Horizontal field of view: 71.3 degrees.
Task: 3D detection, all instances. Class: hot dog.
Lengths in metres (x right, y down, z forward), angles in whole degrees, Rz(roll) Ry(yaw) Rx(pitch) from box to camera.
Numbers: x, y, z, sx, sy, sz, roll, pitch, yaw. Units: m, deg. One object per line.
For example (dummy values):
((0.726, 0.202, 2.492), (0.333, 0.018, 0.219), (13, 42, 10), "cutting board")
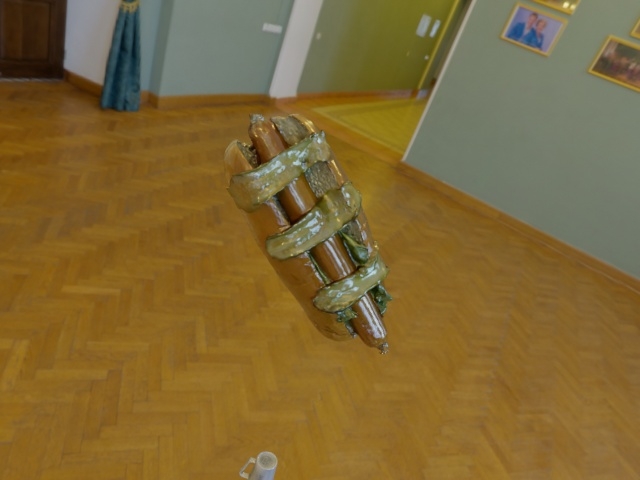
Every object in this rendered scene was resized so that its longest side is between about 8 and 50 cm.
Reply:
((0.000, 0.000, 0.436), (0.109, 0.270, 0.072), (-32, 17, -11), "hot dog")

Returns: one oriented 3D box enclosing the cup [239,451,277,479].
((-0.183, 0.677, 1.303), (0.104, 0.116, 0.074), (19, 23, 7), "cup")
